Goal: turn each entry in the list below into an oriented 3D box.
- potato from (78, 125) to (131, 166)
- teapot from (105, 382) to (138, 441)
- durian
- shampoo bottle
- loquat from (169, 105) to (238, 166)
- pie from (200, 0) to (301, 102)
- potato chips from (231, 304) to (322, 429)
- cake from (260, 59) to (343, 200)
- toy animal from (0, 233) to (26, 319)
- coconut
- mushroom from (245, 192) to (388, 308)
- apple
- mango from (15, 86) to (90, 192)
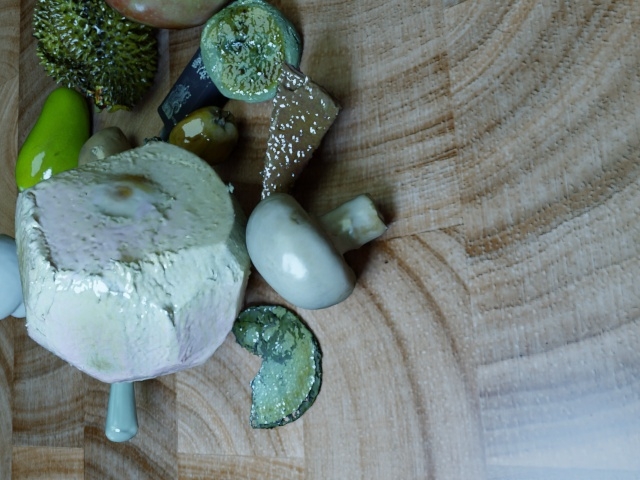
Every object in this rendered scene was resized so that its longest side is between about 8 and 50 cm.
[{"bbox_3d":[-0.464,-0.173,1.575,0.112,0.112,0.147,33,114,39],"label":"potato"},{"bbox_3d":[-0.389,0.212,1.426,0.318,0.149,0.220,41,112,38],"label":"teapot"},{"bbox_3d":[-0.467,-0.428,1.533,0.258,0.258,0.293,-38,77,31],"label":"durian"},{"bbox_3d":[-0.245,-0.281,1.420,0.309,0.071,0.098,-49,63,27],"label":"shampoo bottle"},{"bbox_3d":[-0.214,-0.194,1.346,0.137,0.137,0.113,-29,80,35],"label":"loquat"},{"bbox_3d":[-0.127,-0.338,1.289,0.186,0.041,0.187,2,101,11],"label":"pie"},{"bbox_3d":[-0.084,0.208,1.246,0.202,0.029,0.220,-47,60,26],"label":"potato chips"},{"bbox_3d":[-0.047,-0.143,1.204,0.112,0.116,0.296,17,109,-3],"label":"cake"},{"bbox_3d":[-0.676,0.064,1.566,0.241,0.367,0.196,-30,62,47],"label":"toy animal"},{"bbox_3d":[-0.318,0.053,1.238,0.404,0.404,0.405,-6,80,40],"label":"coconut"},{"bbox_3d":[-0.015,0.002,1.100,0.209,0.206,0.206,-54,54,21],"label":"mushroom"},{"bbox_3d":[-0.299,-0.553,1.355,0.277,0.318,0.320,-155,78,-69],"label":"apple"},{"bbox_3d":[-0.619,-0.223,1.698,0.175,0.142,0.294,0,74,47],"label":"mango"}]
